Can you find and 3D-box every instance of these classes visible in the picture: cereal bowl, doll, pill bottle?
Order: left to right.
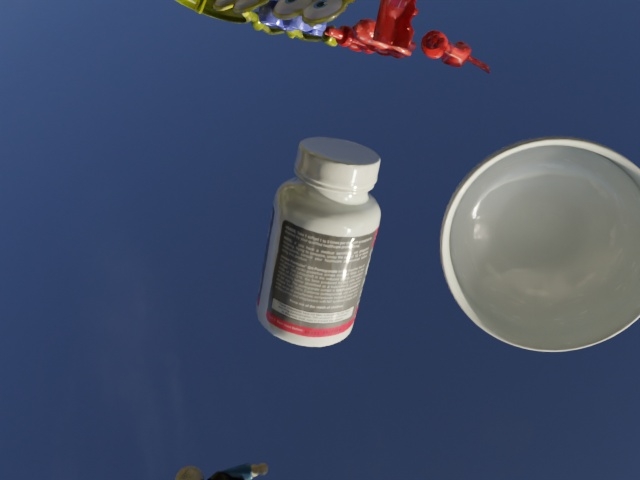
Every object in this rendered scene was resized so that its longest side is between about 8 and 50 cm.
[{"bbox_3d":[-0.098,0.330,0.763,0.189,0.046,0.129,18,-134,19],"label":"doll"},{"bbox_3d":[0.000,0.000,1.021,0.176,0.319,0.176,10,-154,-5],"label":"pill bottle"},{"bbox_3d":[0.361,-0.005,0.989,0.338,0.141,0.339,4,-72,12],"label":"cereal bowl"}]

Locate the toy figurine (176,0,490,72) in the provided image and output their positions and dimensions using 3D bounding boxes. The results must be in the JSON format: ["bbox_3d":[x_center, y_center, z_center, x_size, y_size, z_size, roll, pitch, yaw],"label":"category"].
[{"bbox_3d":[0.004,-0.294,0.552,0.362,0.191,0.217,31,-67,47],"label":"toy figurine"}]
